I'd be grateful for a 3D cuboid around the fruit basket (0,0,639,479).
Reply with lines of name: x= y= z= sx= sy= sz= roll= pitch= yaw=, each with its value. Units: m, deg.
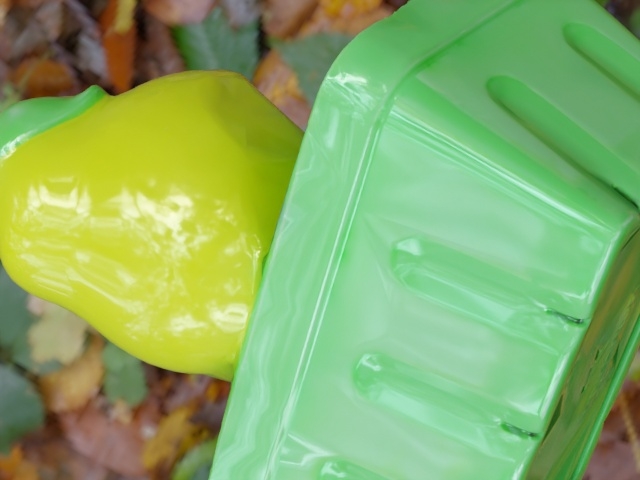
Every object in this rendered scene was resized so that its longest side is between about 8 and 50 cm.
fruit basket: x=0.000 y=0.000 z=1.086 sx=0.392 sy=0.283 sz=0.392 roll=16 pitch=121 yaw=28
